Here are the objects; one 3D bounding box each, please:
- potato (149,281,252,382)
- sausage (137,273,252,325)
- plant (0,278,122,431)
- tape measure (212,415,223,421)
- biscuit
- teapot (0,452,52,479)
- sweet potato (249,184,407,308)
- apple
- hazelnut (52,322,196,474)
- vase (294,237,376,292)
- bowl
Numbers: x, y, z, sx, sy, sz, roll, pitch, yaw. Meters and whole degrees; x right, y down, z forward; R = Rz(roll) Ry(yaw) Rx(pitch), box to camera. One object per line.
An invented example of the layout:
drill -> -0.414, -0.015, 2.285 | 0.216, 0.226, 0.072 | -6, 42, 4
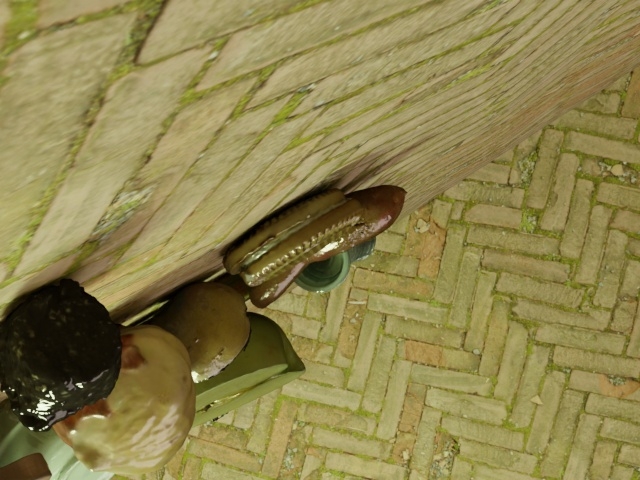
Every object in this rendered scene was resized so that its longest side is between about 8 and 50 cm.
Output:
potato -> -0.228, 0.141, 1.545 | 0.202, 0.182, 0.117 | -45, 140, -18
sausage -> -0.235, 0.134, 1.705 | 0.372, 0.082, 0.082 | -30, 175, -30
plant -> -0.297, 0.134, 0.971 | 0.142, 0.131, 0.203 | -30, 165, -39
tape measure -> -0.360, 0.292, 2.189 | 0.098, 0.215, 0.351 | -32, 131, -10
biscuit -> -0.046, -0.006, 1.468 | 0.259, 0.079, 0.259 | -32, 177, -2
teapot -> -0.626, 0.475, 1.387 | 0.376, 0.305, 0.362 | -23, 164, -33
sweet potato -> 0.000, 0.000, 1.647 | 0.385, 0.109, 0.109 | -33, 175, 22
apple -> -0.224, 0.308, 1.813 | 0.360, 0.320, 0.311 | -25, -151, 4
hazelnut -> -0.326, 0.265, 1.411 | 0.261, 0.261, 0.241 | -35, -155, 33
vase -> 0.036, 0.015, 1.895 | 0.143, 0.143, 0.299 | -34, 178, 20
bowl -> -0.488, 0.394, 1.669 | 0.307, 0.163, 0.307 | -38, 154, -23
